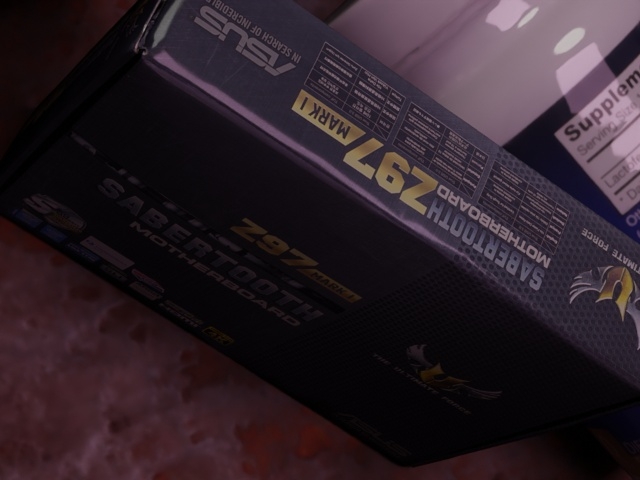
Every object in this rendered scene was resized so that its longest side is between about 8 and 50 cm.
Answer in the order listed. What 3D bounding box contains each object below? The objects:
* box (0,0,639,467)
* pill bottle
[{"bbox_3d":[0.000,0.000,0.658,0.233,0.183,0.059,33,62,-16],"label":"box"},{"bbox_3d":[0.122,-0.028,0.750,0.264,0.153,0.153,49,59,-6],"label":"pill bottle"}]
